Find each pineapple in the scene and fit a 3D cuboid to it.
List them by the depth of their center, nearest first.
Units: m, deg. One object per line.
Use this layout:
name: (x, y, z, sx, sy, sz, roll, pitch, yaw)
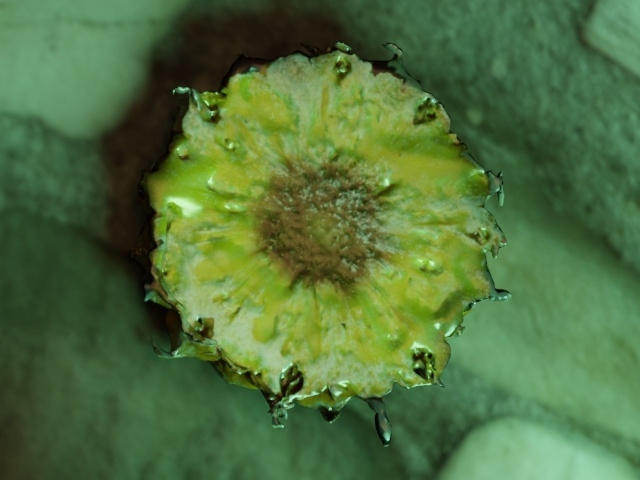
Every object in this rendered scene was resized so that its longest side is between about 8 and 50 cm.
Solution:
pineapple: (0.000, 0.000, 0.921, 0.221, 0.047, 0.221, 4, 74, -13)
